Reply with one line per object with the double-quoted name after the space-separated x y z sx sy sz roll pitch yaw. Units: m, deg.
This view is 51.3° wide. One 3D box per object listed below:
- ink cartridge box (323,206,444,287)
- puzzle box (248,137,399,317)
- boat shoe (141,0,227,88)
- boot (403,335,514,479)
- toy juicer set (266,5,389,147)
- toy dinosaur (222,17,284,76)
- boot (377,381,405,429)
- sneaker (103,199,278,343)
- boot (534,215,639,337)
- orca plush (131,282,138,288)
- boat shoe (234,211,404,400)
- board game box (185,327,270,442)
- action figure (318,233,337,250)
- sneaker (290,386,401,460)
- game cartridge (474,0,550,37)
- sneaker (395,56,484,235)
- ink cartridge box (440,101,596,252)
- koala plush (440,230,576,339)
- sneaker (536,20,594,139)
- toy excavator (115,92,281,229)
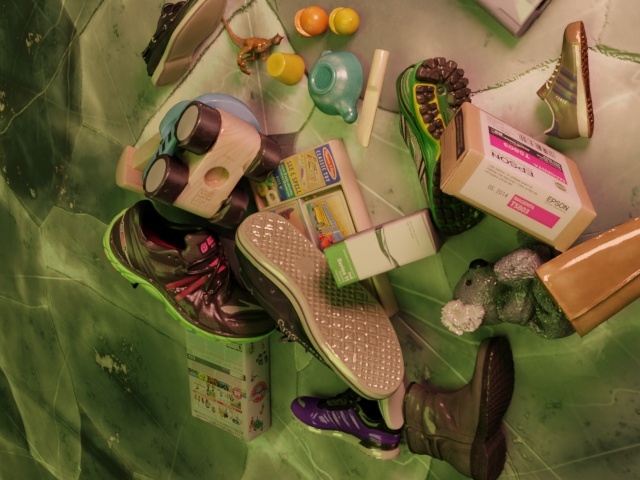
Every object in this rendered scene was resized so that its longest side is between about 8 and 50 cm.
0.131 0.010 1.320 0.209 0.153 0.086 -20 92 18 "ink cartridge box"
0.000 0.000 1.524 0.272 0.052 0.408 -16 94 39 "puzzle box"
-0.336 -0.502 1.571 0.113 0.127 0.340 56 142 5 "boat shoe"
0.272 0.336 1.390 0.223 0.118 0.338 16 109 39 "boot"
0.047 -0.355 1.358 0.329 0.089 0.209 42 113 30 "toy juicer set"
-0.161 -0.439 1.513 0.212 0.064 0.112 20 84 37 "toy dinosaur"
0.138 0.328 1.502 0.086 0.069 0.189 -18 70 46 "boot"
-0.297 0.080 1.616 0.483 0.185 0.202 34 119 -9 "sneaker"
0.510 0.066 1.037 0.270 0.089 0.236 -35 91 8 "boot"
-0.389 0.078 1.816 0.287 0.151 0.102 -25 130 17 "orca plush"
-0.013 0.148 1.436 0.500 0.187 0.156 45 140 23 "boat shoe"
-0.250 0.362 1.808 0.224 0.098 0.303 13 111 35 "board game box"
0.038 0.026 1.450 0.115 0.030 0.038 42 121 12 "action figure"
0.064 0.398 1.582 0.293 0.102 0.146 14 109 29 "sneaker"
0.348 -0.512 1.089 0.196 0.060 0.294 50 128 19 "game cartridge"
0.232 -0.174 1.264 0.146 0.134 0.343 -145 40 -69 "sneaker"
0.317 -0.109 1.095 0.235 0.193 0.088 26 123 -9 "ink cartridge box"
0.336 0.098 1.214 0.221 0.196 0.203 -19 102 36 "koala plush"
0.403 -0.262 1.116 0.086 0.064 0.192 -2 107 33 "sneaker"
-0.337 -0.206 1.624 0.433 0.222 0.445 -52 39 21 "toy excavator"
